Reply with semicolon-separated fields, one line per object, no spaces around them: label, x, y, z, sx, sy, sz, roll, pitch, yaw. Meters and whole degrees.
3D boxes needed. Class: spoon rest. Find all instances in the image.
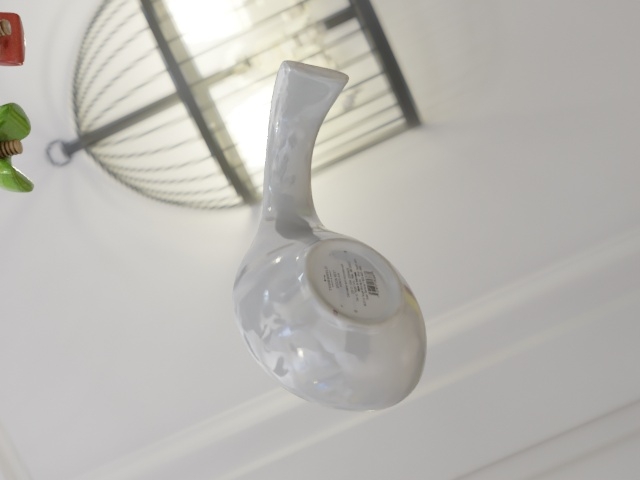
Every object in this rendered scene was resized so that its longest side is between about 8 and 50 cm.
spoon rest;0.000;0.000;0.773;0.084;0.137;0.276;123;149;-45

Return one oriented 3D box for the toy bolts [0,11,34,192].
toy bolts;-0.424;-0.169;1.208;0.218;0.158;0.229;65;-163;-70
